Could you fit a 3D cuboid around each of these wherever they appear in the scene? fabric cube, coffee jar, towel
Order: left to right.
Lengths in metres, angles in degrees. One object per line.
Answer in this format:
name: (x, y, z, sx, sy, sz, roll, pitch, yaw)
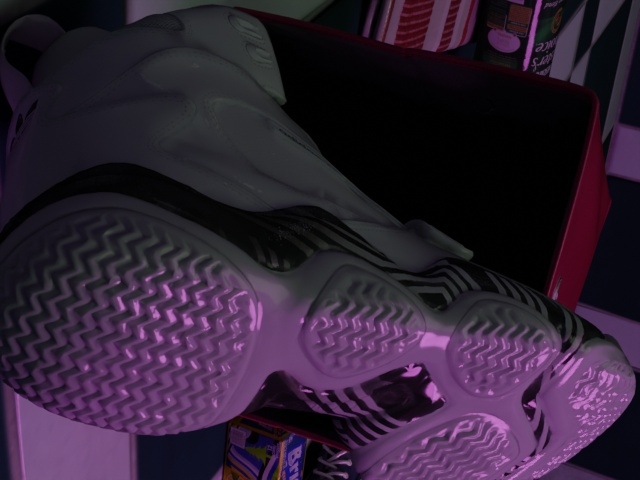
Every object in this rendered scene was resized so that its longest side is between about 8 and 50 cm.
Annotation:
fabric cube: (0.047, 0.022, 0.878, 0.258, 0.259, 0.254, 41, 66, -71)
towel: (0.124, -0.291, 1.178, 0.329, 0.037, 0.237, -28, 134, -63)
coffee jar: (0.207, -0.217, 1.301, 0.096, 0.079, 0.184, -44, 149, -49)

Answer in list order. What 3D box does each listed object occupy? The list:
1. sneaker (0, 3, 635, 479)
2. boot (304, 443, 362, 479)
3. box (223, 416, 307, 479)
sneaker: (0.000, 0.000, 0.629, 0.365, 0.210, 0.137, 17, 128, -35)
boot: (0.006, 0.246, 1.283, 0.190, 0.069, 0.086, -31, 129, -75)
box: (-0.051, 0.220, 1.093, 0.059, 0.054, 0.169, -43, 146, -56)
